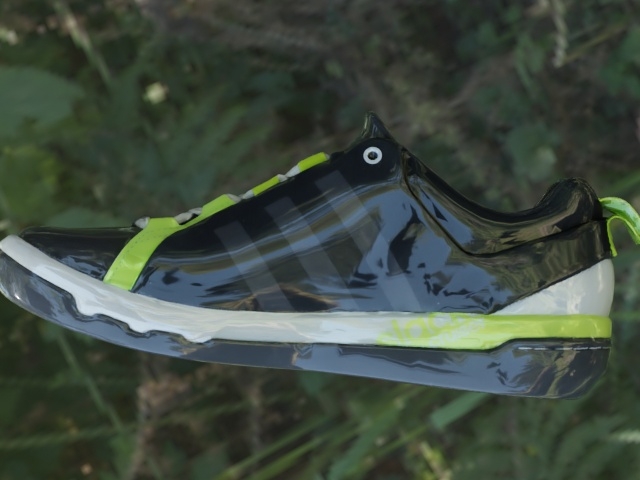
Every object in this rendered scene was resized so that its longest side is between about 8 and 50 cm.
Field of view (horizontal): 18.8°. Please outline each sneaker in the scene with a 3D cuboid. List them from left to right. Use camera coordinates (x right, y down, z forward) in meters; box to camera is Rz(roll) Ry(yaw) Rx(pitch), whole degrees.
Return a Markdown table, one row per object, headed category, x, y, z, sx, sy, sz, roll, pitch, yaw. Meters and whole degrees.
| category | x | y | z | sx | sy | sz | roll | pitch | yaw |
| --- | --- | --- | --- | --- | --- | --- | --- | --- | --- |
| sneaker | 0.000 | 0.000 | 0.714 | 0.084 | 0.234 | 0.097 | 126 | 151 | -87 |
